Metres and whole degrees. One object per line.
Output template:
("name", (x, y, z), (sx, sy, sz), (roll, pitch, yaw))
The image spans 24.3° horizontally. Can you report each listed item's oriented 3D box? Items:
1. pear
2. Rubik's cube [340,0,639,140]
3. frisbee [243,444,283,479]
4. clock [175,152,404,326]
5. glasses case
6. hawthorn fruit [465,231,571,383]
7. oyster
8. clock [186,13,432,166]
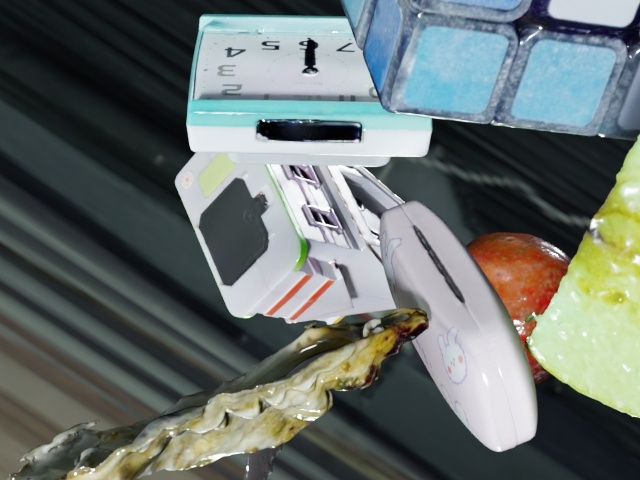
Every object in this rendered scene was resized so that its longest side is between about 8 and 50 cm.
("pear", (0.325, 0.018, 1.122), (0.139, 0.239, 0.288), (-17, 137, -53))
("Rubik's cube", (0.226, -0.330, 1.471), (0.359, 0.363, 0.362), (-105, -150, -55))
("frisbee", (-0.084, 0.357, 1.871), (0.012, 0.187, 0.211), (1, -135, 49))
("clock", (0.000, 0.000, 1.869), (0.309, 0.235, 0.166), (13, 132, -44))
("glasses case", (0.110, 0.064, 1.242), (0.075, 0.113, 0.297), (-20, -152, -5))
("hawthorn fruit", (0.259, 0.083, 2.073), (0.215, 0.249, 0.215), (-28, 134, -34))
("oyster", (-0.070, 0.130, 1.115), (0.345, 0.079, 0.128), (-21, 178, -14))
("clock", (-0.012, -0.157, 1.659), (0.231, 0.262, 0.116), (-91, -179, -55))
